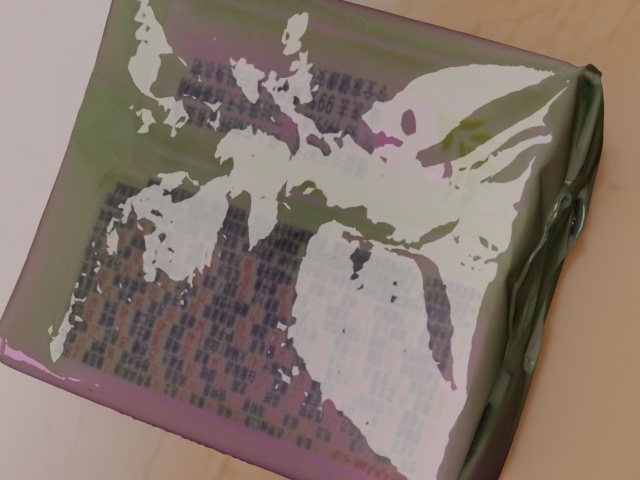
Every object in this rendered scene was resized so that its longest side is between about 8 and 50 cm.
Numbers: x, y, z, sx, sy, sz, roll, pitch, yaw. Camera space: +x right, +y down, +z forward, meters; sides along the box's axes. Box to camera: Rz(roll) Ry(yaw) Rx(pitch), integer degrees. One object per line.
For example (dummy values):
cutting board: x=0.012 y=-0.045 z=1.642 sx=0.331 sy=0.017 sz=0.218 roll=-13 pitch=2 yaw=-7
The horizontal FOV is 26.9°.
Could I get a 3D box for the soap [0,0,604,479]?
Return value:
soap: x=0.000 y=0.000 z=0.559 sx=0.199 sy=0.138 sz=0.182 roll=18 pitch=89 yaw=14
